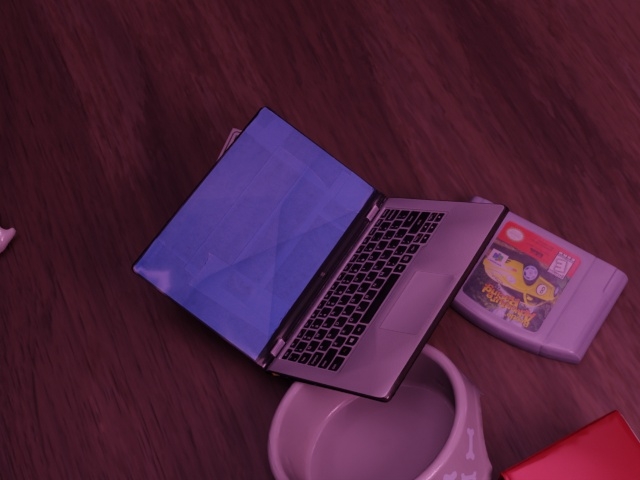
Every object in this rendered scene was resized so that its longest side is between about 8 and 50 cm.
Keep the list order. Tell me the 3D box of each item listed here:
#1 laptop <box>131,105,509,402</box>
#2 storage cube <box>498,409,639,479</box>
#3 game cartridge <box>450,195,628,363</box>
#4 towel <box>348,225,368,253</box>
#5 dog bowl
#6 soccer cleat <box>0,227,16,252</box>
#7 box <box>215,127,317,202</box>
[{"bbox_3d":[0.000,0.000,1.602,0.408,0.236,0.382,6,52,46],"label":"laptop"},{"bbox_3d":[0.379,0.387,1.463,0.193,0.183,0.215,-27,64,-8],"label":"storage cube"},{"bbox_3d":[0.327,0.069,1.695,0.294,0.060,0.196,29,74,18],"label":"game cartridge"},{"bbox_3d":[0.120,-0.009,1.770,0.148,0.027,0.110,7,65,10],"label":"towel"},{"bbox_3d":[0.079,0.288,1.512,0.349,0.102,0.349,-17,40,15],"label":"dog bowl"},{"bbox_3d":[-0.631,-0.048,1.859,0.196,0.068,0.076,41,70,15],"label":"soccer cleat"},{"bbox_3d":[-0.129,-0.036,1.779,0.169,0.087,0.290,19,68,14],"label":"box"}]
